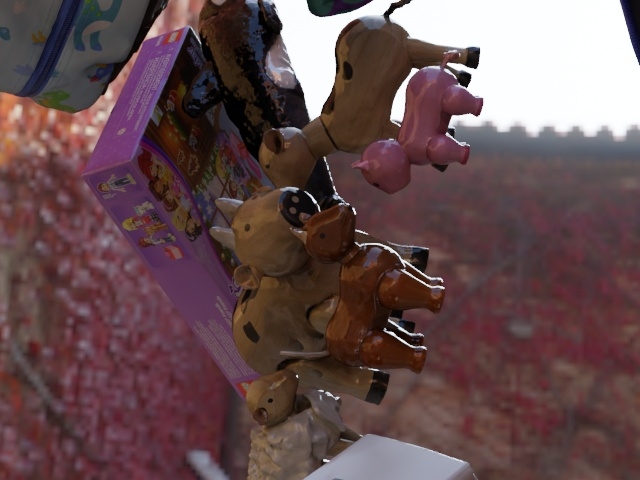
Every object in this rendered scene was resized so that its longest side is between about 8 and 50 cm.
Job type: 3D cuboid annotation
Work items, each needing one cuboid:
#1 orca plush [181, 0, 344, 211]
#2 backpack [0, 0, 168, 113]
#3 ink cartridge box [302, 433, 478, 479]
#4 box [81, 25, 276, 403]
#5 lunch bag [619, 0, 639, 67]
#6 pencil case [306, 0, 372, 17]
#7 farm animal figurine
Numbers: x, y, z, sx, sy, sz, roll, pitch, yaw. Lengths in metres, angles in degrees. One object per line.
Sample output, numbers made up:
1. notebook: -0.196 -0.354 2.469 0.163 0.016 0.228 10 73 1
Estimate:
1. orca plush: -0.069 -0.109 1.552 0.102 0.287 0.151 -16 -18 -8
2. backpack: -0.209 -0.257 1.261 0.273 0.355 0.290 4 -35 -36
3. ink cartridge box: 0.004 0.229 1.036 0.087 0.208 0.153 15 -59 38
4. box: -0.094 -0.022 1.619 0.057 0.201 0.293 -15 -54 27
5. lunch bag: 0.310 -0.280 1.255 0.239 0.327 0.385 -10 -13 -13
6. pencil case: -0.009 -0.240 1.316 0.064 0.070 0.151 -26 -59 6
7. farm animal figurine: 0.000 0.000 1.374 0.172 0.330 0.326 15 -48 -2
